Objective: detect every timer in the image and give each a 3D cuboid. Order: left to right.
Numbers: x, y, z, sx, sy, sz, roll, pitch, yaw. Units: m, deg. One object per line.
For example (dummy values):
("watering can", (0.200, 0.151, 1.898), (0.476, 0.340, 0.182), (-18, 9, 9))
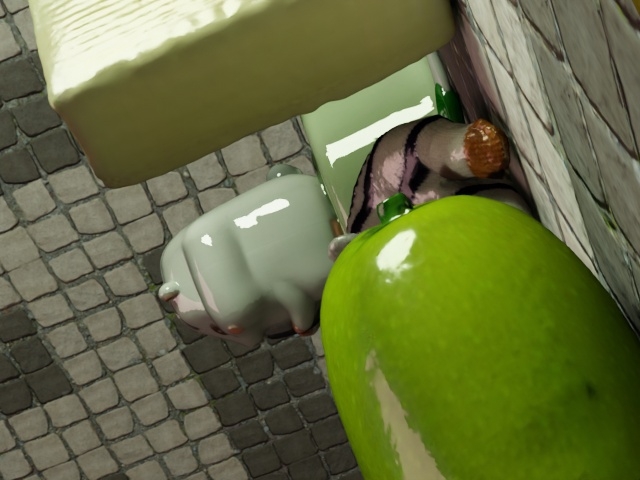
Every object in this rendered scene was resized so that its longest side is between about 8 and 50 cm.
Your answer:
("timer", (0.000, 0.000, 1.363), (0.291, 0.315, 0.291), (-23, -90, -88))

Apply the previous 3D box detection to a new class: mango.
("mango", (0.112, 0.134, 0.712), (0.192, 0.156, 0.343), (56, -170, -69))

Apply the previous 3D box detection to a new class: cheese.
("cheese", (-0.066, -0.189, 1.006), (0.124, 0.265, 0.242), (61, -173, -54))

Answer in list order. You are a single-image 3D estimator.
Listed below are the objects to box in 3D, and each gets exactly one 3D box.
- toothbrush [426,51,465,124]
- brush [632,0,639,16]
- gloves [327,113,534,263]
("toothbrush", (0.111, -0.095, 1.177), (0.030, 0.030, 0.304), (53, -168, -82))
("brush", (0.097, -0.071, 0.430), (0.083, 0.011, 0.205), (63, -176, -73))
("gloves", (0.086, -0.007, 1.002), (0.131, 0.140, 0.218), (45, 179, -28))
